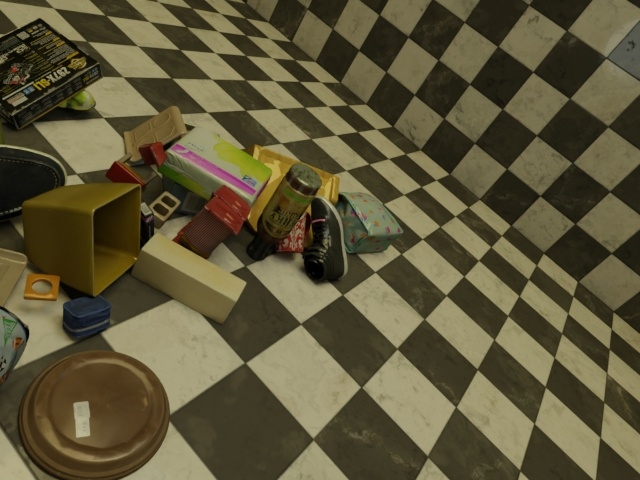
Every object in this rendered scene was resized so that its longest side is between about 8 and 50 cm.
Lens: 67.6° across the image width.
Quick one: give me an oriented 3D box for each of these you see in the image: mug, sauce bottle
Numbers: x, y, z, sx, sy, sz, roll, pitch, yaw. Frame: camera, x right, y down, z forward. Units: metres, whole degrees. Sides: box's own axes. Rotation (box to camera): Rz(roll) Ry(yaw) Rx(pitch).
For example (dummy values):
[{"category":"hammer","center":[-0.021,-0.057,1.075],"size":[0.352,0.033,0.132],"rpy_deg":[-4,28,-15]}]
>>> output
[{"category":"mug","center":[-0.084,-0.044,1.598],"size":[0.150,0.113,0.169],"rpy_deg":[5,82,-26]},{"category":"sauce bottle","center":[-0.121,-0.073,1.452],"size":[0.111,0.344,0.111],"rpy_deg":[23,36,-18]}]

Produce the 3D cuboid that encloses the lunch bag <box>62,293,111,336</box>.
[{"category":"lunch bag","center":[-0.512,0.166,1.053],"size":[0.067,0.065,0.098],"rpy_deg":[29,26,28]}]

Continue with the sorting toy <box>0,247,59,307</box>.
[{"category":"sorting toy","center":[-0.726,0.090,0.972],"size":[0.348,0.047,0.196],"rpy_deg":[17,41,-19]}]

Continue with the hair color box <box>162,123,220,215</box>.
[{"category":"hair color box","center":[-0.426,-0.243,1.615],"size":[0.185,0.113,0.374],"rpy_deg":[12,38,-31]}]

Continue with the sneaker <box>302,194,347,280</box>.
[{"category":"sneaker","center":[0.000,0.000,1.587],"size":[0.147,0.105,0.295],"rpy_deg":[-21,100,-52]}]

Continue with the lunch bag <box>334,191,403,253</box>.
[{"category":"lunch bag","center":[0.161,-0.087,1.902],"size":[0.223,0.160,0.262],"rpy_deg":[-4,55,-44]}]

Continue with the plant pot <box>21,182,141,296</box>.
[{"category":"plant pot","center":[-0.558,-0.026,1.115],"size":[0.187,0.212,0.212],"rpy_deg":[13,23,3]}]

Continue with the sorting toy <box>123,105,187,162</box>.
[{"category":"sorting toy","center":[-0.553,-0.355,1.604],"size":[0.193,0.208,0.038],"rpy_deg":[61,-2,42]}]

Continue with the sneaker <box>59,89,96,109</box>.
[{"category":"sneaker","center":[-0.861,-0.480,1.580],"size":[0.240,0.091,0.126],"rpy_deg":[19,4,-5]}]

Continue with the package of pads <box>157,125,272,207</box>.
[{"category":"package of pads","center":[-0.314,-0.218,1.484],"size":[0.297,0.101,0.229],"rpy_deg":[31,34,-7]}]

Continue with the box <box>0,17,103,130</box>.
[{"category":"box","center":[-0.890,-0.517,1.464],"size":[0.257,0.079,0.322],"rpy_deg":[38,60,3]}]

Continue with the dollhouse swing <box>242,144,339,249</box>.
[{"category":"dollhouse swing","center":[-0.151,-0.146,1.788],"size":[0.347,0.304,0.315],"rpy_deg":[17,-5,-25]}]

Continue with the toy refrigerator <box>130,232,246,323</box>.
[{"category":"toy refrigerator","center":[-0.342,0.099,1.258],"size":[0.270,0.102,0.094],"rpy_deg":[30,33,-6]}]

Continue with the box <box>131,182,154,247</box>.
[{"category":"box","center":[-0.484,-0.057,1.278],"size":[0.029,0.162,0.116],"rpy_deg":[-28,66,-32]}]

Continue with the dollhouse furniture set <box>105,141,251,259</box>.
[{"category":"dollhouse furniture set","center":[-0.405,-0.114,1.327],"size":[0.374,0.201,0.152],"rpy_deg":[40,30,-13]}]

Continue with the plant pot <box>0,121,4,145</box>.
[{"category":"plant pot","center":[-0.868,-0.286,1.104],"size":[0.275,0.293,0.274],"rpy_deg":[24,34,-17]}]

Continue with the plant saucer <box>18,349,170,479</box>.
[{"category":"plant saucer","center":[-0.430,0.328,0.940],"size":[0.278,0.041,0.277],"rpy_deg":[24,35,-18]}]

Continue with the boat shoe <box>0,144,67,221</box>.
[{"category":"boat shoe","center":[-0.785,-0.103,1.009],"size":[0.156,0.186,0.500],"rpy_deg":[19,20,35]}]

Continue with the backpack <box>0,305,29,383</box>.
[{"category":"backpack","center":[-0.635,0.176,0.764],"size":[0.263,0.276,0.213],"rpy_deg":[27,38,-25]}]
